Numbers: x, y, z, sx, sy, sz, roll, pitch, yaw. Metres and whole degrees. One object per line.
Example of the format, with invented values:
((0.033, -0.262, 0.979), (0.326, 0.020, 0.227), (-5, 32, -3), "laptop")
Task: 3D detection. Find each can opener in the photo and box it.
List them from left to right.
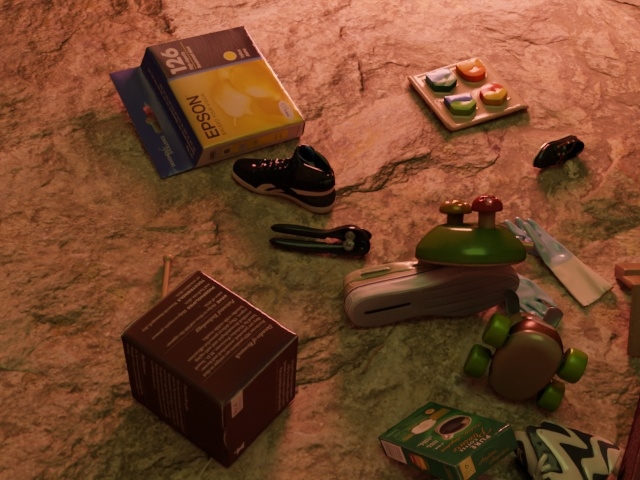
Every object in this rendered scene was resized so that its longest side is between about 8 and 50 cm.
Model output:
((0.000, 0.000, 1.638), (0.186, 0.073, 0.059), (1, 85, 1), "can opener")

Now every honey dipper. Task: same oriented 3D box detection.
((-0.267, 0.082, 1.553), (0.030, 0.030, 0.160), (-1, 44, -5), "honey dipper")

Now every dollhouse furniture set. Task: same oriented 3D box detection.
((0.577, 0.116, 1.577), (0.144, 0.123, 0.151), (0, 12, -4), "dollhouse furniture set")

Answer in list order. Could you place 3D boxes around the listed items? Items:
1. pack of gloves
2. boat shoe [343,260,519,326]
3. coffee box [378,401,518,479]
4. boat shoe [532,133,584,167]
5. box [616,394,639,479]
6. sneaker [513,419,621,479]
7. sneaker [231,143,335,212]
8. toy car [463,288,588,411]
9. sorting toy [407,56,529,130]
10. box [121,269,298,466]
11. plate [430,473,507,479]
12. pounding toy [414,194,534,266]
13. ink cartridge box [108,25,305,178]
((0.376, 0.042, 1.621), (0.195, 0.046, 0.232), (-27, 54, -27), "pack of gloves")
((0.184, 0.069, 1.543), (0.302, 0.109, 0.094), (-7, 43, -8), "boat shoe")
((0.180, 0.290, 1.306), (0.113, 0.040, 0.184), (-28, 15, -29), "coffee box")
((0.479, -0.177, 1.830), (0.133, 0.049, 0.042), (-26, 45, -31), "boat shoe")
((0.535, 0.335, 1.294), (0.191, 0.143, 0.381), (22, 47, 15), "box")
((0.318, 0.344, 1.300), (0.153, 0.094, 0.235), (27, 51, 22), "sneaker")
((-0.066, -0.142, 1.711), (0.217, 0.121, 0.079), (20, 48, 15), "sneaker")
((0.336, 0.151, 1.456), (0.155, 0.149, 0.188), (25, 41, 3), "toy car")
((0.319, -0.326, 1.968), (0.208, 0.038, 0.193), (-16, 50, -18), "sorting toy")
((-0.163, 0.189, 1.361), (0.203, 0.168, 0.167), (31, 51, 23), "box")
((0.126, 0.363, 1.188), (0.277, 0.278, 0.045), (-9, 83, -13), "plate")
((0.259, -0.026, 1.530), (0.183, 0.110, 0.237), (3, 8, 22), "pounding toy")
((-0.235, -0.294, 1.855), (0.307, 0.072, 0.303), (-18, 60, -23), "ink cartridge box")
